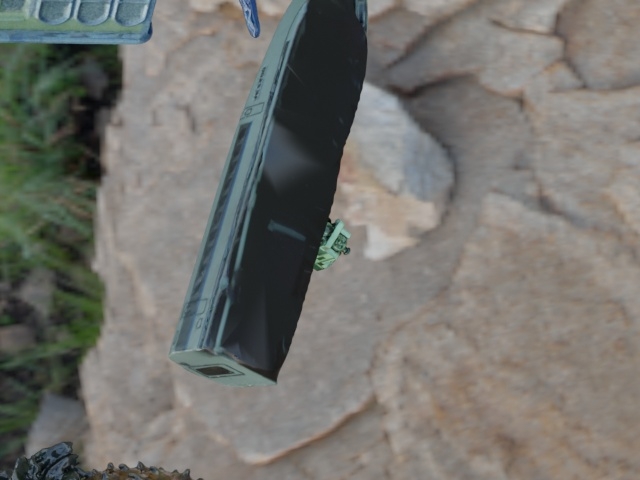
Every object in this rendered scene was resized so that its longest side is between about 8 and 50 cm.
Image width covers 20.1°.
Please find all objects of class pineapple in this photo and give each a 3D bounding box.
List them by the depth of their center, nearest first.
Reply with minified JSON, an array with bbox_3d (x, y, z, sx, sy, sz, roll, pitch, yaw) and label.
[{"bbox_3d":[-0.269,0.296,1.878,0.310,0.141,0.170,13,84,-11],"label":"pineapple"}]

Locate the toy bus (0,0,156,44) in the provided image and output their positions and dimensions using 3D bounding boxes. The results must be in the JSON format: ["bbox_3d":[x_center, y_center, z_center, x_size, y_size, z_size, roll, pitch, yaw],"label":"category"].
[{"bbox_3d":[-0.300,-0.290,1.662,0.190,0.312,0.152,112,147,-44],"label":"toy bus"}]

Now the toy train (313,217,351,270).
[{"bbox_3d":[0.000,0.000,1.651,0.053,0.083,0.033,36,72,-14],"label":"toy train"}]

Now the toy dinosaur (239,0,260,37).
[{"bbox_3d":[-0.121,-0.231,0.735,0.076,0.329,0.144,-5,56,55],"label":"toy dinosaur"}]

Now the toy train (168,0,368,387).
[{"bbox_3d":[-0.021,-0.045,0.971,0.048,0.055,0.252,-15,53,52],"label":"toy train"}]
